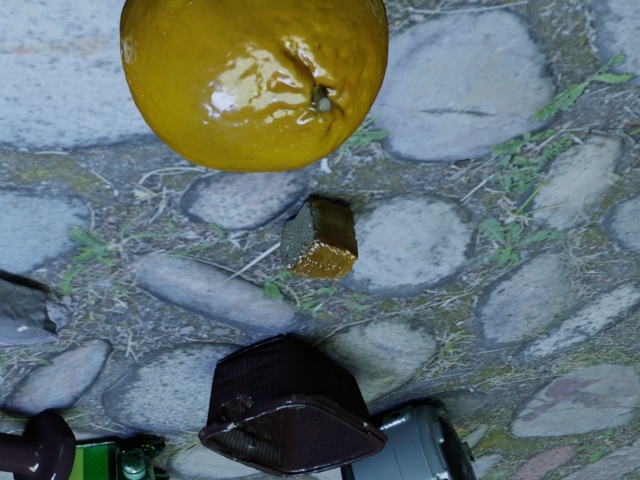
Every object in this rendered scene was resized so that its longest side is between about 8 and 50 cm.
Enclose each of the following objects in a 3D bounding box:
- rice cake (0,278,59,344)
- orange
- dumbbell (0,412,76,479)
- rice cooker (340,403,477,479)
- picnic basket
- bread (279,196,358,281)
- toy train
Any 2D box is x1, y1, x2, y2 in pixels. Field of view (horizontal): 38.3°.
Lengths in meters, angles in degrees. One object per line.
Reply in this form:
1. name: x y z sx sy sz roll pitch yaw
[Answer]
1. rice cake: -0.469 0.039 1.010 0.070 0.064 0.399 -24 146 33
2. orange: -0.051 -0.154 0.747 0.219 0.193 0.219 -5 129 -6
3. dumbbell: -0.481 0.304 1.337 0.225 0.140 0.124 22 98 -42
4. rice cooker: 0.152 0.428 1.643 0.227 0.241 0.280 -26 -174 15
5. picnic basket: -0.045 0.259 1.418 0.222 0.129 0.297 -24 145 20
6. bread: 0.000 0.002 1.085 0.070 0.083 0.076 19 133 -26
7. toy train: -0.359 0.442 1.602 0.202 0.120 0.301 -4 146 -9
